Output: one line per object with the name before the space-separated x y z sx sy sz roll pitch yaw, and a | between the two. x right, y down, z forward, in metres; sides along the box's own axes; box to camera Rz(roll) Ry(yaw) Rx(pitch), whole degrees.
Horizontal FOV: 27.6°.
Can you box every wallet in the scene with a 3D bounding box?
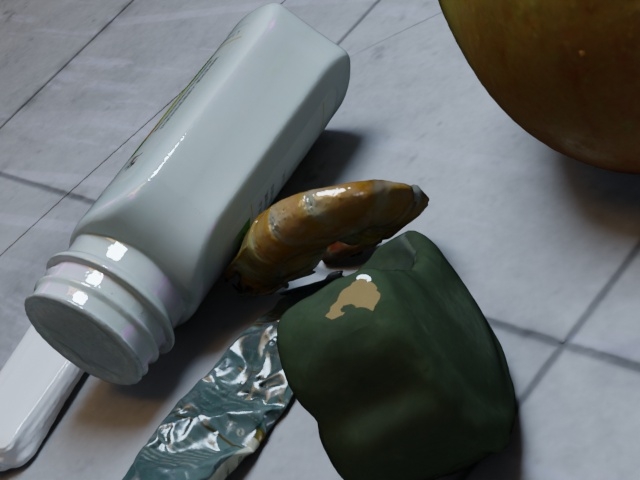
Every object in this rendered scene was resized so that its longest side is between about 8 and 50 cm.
wallet | -0.241 0.117 1.109 0.095 0.033 0.190 -10 39 38

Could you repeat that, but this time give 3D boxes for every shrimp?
shrimp | -0.002 -0.004 0.974 0.133 0.053 0.236 -17 -10 -28

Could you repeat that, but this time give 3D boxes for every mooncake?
mooncake | 0.042 0.066 0.781 0.104 0.175 0.168 -24 59 19

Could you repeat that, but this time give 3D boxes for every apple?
apple | 0.229 -0.229 0.855 0.338 0.305 0.338 -23 33 16

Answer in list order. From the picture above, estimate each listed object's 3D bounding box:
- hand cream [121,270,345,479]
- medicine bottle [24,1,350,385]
hand cream | -0.064 0.109 0.922 0.075 0.052 0.248 8 47 35
medicine bottle | -0.106 -0.038 1.073 0.324 0.124 0.179 -58 6 -29
